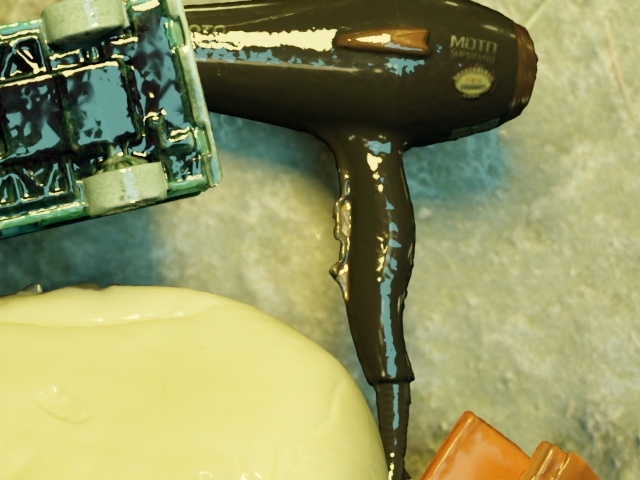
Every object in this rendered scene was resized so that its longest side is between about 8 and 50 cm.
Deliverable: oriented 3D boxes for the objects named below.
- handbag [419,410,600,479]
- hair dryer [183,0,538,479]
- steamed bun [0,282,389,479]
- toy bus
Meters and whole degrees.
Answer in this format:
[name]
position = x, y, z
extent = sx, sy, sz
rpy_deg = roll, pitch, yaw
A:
[handbag]
position = 0.171, 0.337, 1.259
extent = 0.410, 0.116, 0.303
rpy_deg = 44, 72, -34
[hair dryer]
position = 0.000, 0.000, 1.218
extent = 0.303, 0.120, 0.360
rpy_deg = -1, 78, -18
[steamed bun]
position = -0.128, 0.193, 1.062
extent = 0.333, 0.312, 0.233
rpy_deg = 3, 124, 8
[toy bus]
position = -0.196, -0.057, 1.107
extent = 0.256, 0.147, 0.128
rpy_deg = -13, 88, -8
